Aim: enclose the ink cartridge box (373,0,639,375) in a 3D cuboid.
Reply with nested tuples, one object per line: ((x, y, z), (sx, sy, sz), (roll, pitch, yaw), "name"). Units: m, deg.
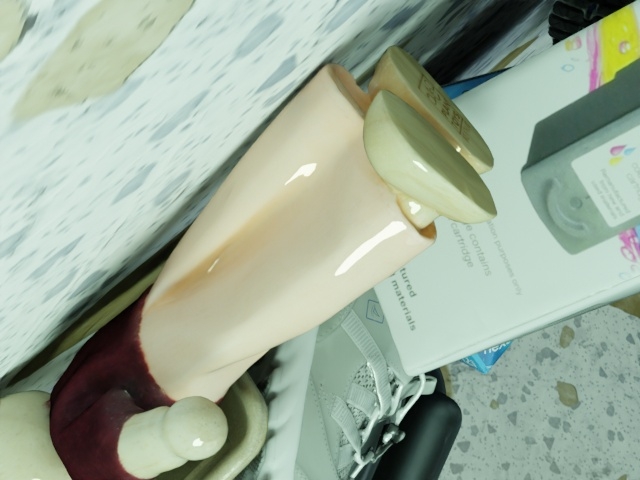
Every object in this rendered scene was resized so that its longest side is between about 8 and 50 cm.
((0.194, -0.050, 0.731), (0.306, 0.131, 0.226), (-28, 170, 32), "ink cartridge box")

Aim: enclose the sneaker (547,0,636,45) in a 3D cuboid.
((0.290, -0.222, 1.294), (0.330, 0.130, 0.147), (95, 20, -76), "sneaker")

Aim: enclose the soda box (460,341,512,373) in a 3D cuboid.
((0.065, 0.024, 1.061), (0.071, 0.067, 0.210), (-49, -141, -13), "soda box")

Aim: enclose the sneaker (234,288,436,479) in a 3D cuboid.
((0.015, 0.091, 0.784), (0.105, 0.115, 0.281), (145, -45, -69), "sneaker")

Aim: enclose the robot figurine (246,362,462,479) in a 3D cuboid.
((-0.015, 0.126, 1.068), (0.174, 0.209, 0.278), (-32, -153, -23), "robot figurine")

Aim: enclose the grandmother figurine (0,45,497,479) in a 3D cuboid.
((-0.070, 0.047, 0.676), (0.342, 0.104, 0.208), (-40, -174, 19), "grandmother figurine")

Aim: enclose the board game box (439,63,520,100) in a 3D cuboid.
((0.215, -0.097, 1.045), (0.302, 0.086, 0.308), (-14, -179, 10), "board game box")

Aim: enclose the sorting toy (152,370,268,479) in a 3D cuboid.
((-0.129, 0.145, 0.842), (0.229, 0.041, 0.307), (-49, -163, 0), "sorting toy")
